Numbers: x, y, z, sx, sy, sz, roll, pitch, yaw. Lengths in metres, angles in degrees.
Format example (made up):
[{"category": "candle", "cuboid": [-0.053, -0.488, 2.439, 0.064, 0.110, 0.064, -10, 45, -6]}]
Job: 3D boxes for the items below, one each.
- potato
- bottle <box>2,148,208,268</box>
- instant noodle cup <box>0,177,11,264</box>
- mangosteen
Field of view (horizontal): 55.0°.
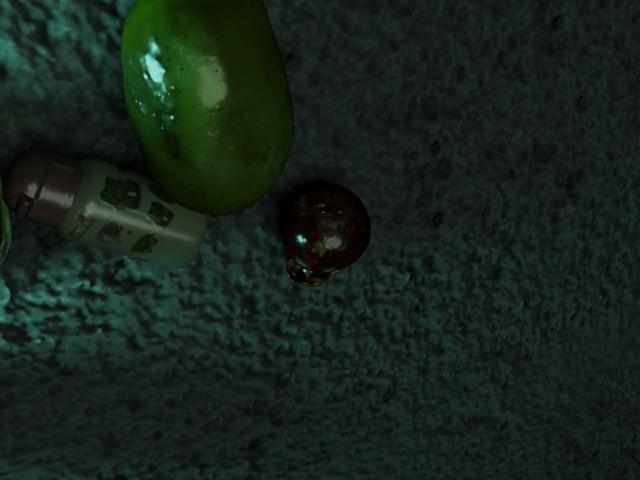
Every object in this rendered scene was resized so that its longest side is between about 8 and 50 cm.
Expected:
[{"category": "potato", "cuboid": [-0.139, -0.177, 0.774, 0.216, 0.216, 0.304, -25, 128, -13]}, {"category": "bottle", "cuboid": [-0.287, -0.047, 0.829, 0.253, 0.120, 0.120, 20, 106, -33]}, {"category": "instant noodle cup", "cuboid": [-0.478, 0.017, 0.649, 0.294, 0.308, 0.293, -12, 121, -21]}, {"category": "mangosteen", "cuboid": [-0.005, -0.011, 0.997, 0.156, 0.181, 0.145, -32, 85, -28]}]
